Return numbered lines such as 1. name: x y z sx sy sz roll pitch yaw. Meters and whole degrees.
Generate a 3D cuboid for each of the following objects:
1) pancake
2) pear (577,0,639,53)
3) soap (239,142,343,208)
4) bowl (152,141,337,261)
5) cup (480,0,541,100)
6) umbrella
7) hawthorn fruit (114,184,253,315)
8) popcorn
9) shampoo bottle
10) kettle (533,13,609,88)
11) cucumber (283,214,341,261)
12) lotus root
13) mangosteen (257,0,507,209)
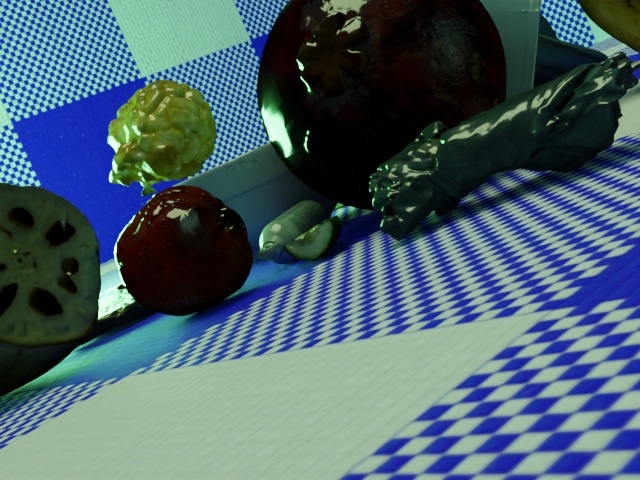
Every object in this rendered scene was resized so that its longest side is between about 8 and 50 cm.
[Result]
1. pancake: -0.305 0.106 1.410 0.288 0.033 0.286 -23 8 8
2. pear: 0.508 -0.392 1.377 0.314 0.314 0.314 -23 6 3
3. soap: -0.047 -0.101 1.669 0.232 0.140 0.073 -19 5 37
4. bowl: -0.084 -0.059 1.445 0.287 0.144 0.287 -24 7 3
5. cup: 0.161 -0.302 1.485 0.311 0.257 0.331 5 20 10
6. umbrella: 0.203 -0.102 0.983 0.348 0.094 0.143 -27 23 23
7. hawthorn fruit: -0.163 0.020 1.141 0.172 0.148 0.148 -35 3 16
8. popcorn: -0.239 -0.152 1.495 0.180 0.170 0.180 -5 9 1
9. shampoo bottle: -0.041 -0.004 1.236 0.056 0.056 0.195 -21 7 21
10. kettle: 0.345 -0.327 1.813 0.319 0.247 0.342 14 7 42
11. cucumber: 0.000 0.000 1.154 0.067 0.035 0.107 -34 -1 11
12. lotus root: -0.439 0.083 1.170 0.346 0.251 0.250 -20 8 30
13. mangosteen: 0.087 -0.184 1.251 0.306 0.306 0.359 -21 -13 21
